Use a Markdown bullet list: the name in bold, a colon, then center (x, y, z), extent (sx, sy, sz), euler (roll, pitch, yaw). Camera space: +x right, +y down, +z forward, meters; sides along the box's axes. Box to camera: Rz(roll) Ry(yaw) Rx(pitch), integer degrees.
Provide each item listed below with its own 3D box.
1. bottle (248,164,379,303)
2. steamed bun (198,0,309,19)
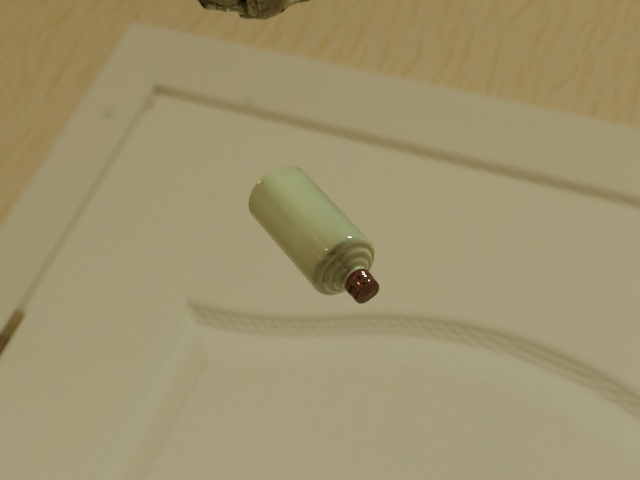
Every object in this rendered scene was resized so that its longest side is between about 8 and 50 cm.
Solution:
- **bottle**: center (0.000, 0.000, 1.889), extent (0.245, 0.104, 0.104), euler (47, -9, 36)
- **steamed bun**: center (0.000, -0.421, 1.439), extent (0.237, 0.394, 0.346), euler (4, -5, 15)
